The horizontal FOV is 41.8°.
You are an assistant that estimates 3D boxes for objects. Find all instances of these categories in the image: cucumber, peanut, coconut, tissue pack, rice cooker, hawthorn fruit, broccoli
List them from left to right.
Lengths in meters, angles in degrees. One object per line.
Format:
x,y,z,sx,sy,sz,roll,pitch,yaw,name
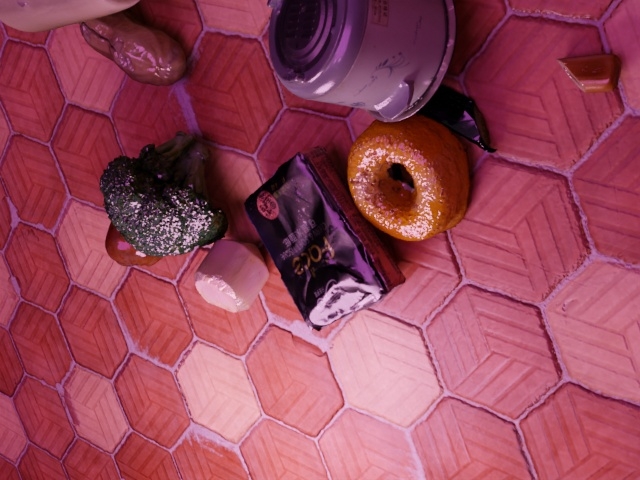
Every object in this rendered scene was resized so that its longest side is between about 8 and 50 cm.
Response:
-0.417,-0.430,1.829,0.290,0.130,0.130,35,123,24,peanut
-0.449,-0.019,1.982,0.149,0.149,0.189,-34,83,38,hawthorn fruit
-0.326,-0.096,1.810,0.308,0.308,0.275,28,82,25,broccoli
-0.187,0.067,1.821,0.147,0.152,0.147,23,150,14,coconut
0.000,0.000,1.669,0.245,0.123,0.332,-35,84,49,tissue pack
0.078,-0.343,1.407,0.316,0.317,0.264,56,135,6,rice cooker
0.227,-0.232,1.492,0.220,0.046,0.070,33,114,23,cucumber

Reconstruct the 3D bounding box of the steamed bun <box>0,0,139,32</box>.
-0.498,-0.663,1.702,0.371,0.290,0.455,-3,89,30,steamed bun

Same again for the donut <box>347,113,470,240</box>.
0.160,-0.114,1.540,0.254,0.118,0.253,23,135,26,donut

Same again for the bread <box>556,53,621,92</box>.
0.424,-0.262,1.333,0.103,0.049,0.062,2,79,37,bread
